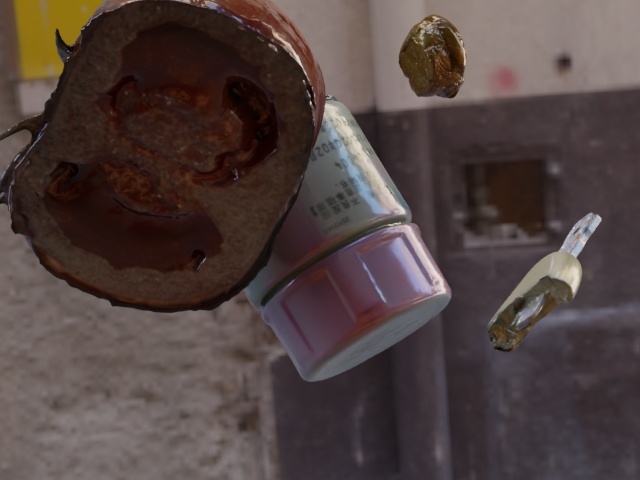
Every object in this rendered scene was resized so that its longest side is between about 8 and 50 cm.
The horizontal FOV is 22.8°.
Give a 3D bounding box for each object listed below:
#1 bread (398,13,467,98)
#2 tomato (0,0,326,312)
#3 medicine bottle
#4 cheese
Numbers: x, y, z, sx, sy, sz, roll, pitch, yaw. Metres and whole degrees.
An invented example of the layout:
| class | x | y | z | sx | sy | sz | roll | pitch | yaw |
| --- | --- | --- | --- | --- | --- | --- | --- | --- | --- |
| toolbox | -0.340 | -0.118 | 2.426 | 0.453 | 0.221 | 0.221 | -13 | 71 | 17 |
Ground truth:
| class | x | y | z | sx | sy | sz | roll | pitch | yaw |
| --- | --- | --- | --- | --- | --- | --- | --- | --- | --- |
| bread | 0.109 | -0.176 | 1.538 | 0.046 | 0.083 | 0.081 | -18 | 31 | -23 |
| tomato | -0.093 | -0.078 | 1.000 | 0.181 | 0.214 | 0.155 | 29 | 27 | -12 |
| medicine bottle | 0.000 | 0.000 | 1.122 | 0.135 | 0.168 | 0.135 | -28 | -13 | -7 |
| cheese | 0.297 | 0.041 | 2.011 | 0.127 | 0.050 | 0.235 | -43 | 4 | 46 |
